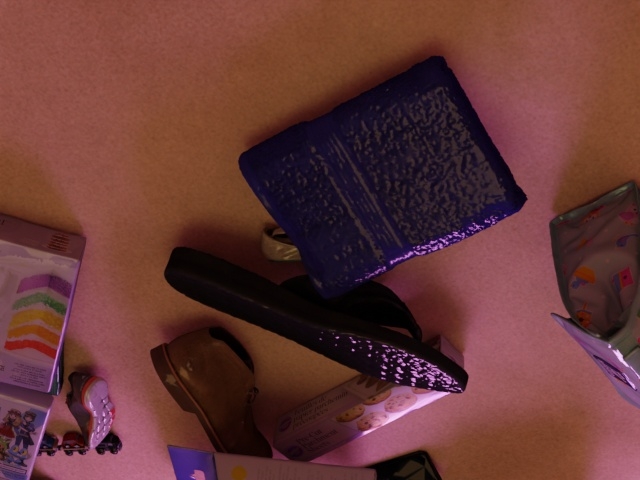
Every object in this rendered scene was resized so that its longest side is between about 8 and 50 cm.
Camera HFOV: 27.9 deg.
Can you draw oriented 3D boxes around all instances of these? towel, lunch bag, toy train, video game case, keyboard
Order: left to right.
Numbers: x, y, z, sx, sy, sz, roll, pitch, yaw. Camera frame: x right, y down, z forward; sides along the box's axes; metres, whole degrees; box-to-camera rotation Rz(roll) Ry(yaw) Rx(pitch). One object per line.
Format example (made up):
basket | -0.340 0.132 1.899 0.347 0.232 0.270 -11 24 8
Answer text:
video game case | -0.605 0.306 1.991 0.329 0.036 0.300 18 124 -8
toy train | -0.398 0.328 2.074 0.158 0.027 0.036 -3 128 7
towel | 0.076 -0.078 1.614 0.308 0.076 0.227 -25 106 27
keyboard | 0.108 0.402 2.099 0.192 0.038 0.100 -21 103 23
lunch bag | 0.404 0.098 1.641 0.160 0.262 0.223 -27 125 26

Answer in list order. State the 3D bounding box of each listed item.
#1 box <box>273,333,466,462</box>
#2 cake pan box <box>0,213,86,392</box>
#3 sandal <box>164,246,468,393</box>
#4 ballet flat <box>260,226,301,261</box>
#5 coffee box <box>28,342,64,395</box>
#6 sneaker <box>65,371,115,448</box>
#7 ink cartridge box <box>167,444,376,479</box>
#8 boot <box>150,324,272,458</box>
box | 0.071 0.243 1.932 0.324 0.063 0.067 -30 122 27
cake pan box | -0.481 0.075 1.806 0.267 0.070 0.245 16 118 -8
sandal | 0.008 0.088 1.761 0.446 0.107 0.167 23 162 -2
ballet flat | 0.000 0.000 1.731 0.168 0.057 0.052 -4 121 8
coffee box | -0.479 0.171 1.934 0.184 0.040 0.113 8 130 -2
sneaker | -0.363 0.257 2.002 0.065 0.061 0.158 24 134 20
ink cartridge box | -0.076 0.401 1.968 0.307 0.072 0.303 5 154 1
boot | -0.129 0.245 1.933 0.115 0.112 0.305 -30 129 3
